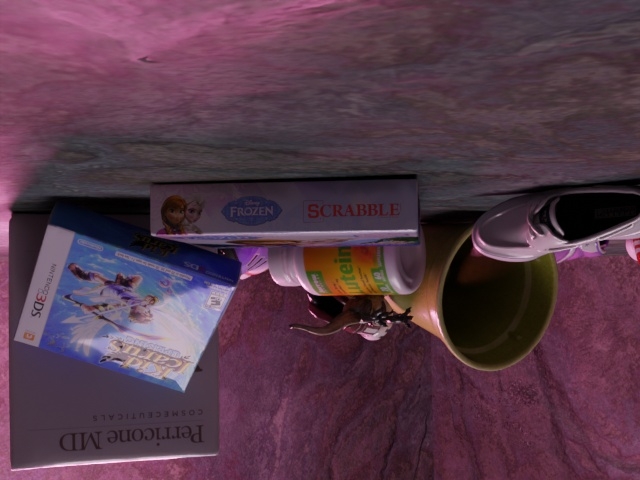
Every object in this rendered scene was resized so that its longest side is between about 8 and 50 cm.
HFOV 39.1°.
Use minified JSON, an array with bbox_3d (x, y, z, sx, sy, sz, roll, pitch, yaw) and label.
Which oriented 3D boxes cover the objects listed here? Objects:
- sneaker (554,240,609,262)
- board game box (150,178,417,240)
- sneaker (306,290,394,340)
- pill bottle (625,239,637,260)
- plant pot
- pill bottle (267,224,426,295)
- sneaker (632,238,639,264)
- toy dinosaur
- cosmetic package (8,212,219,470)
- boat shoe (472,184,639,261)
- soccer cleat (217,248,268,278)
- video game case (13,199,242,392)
[{"bbox_3d":[0.482,0.014,1.786,0.161,0.102,0.282,-4,176,3],"label":"sneaker"},{"bbox_3d":[-0.027,-0.029,1.197,0.319,0.065,0.318,-1,177,8],"label":"board game box"},{"bbox_3d":[0.009,0.065,1.665,0.163,0.106,0.281,12,-151,-53],"label":"sneaker"},{"bbox_3d":[0.634,0.002,1.642,0.094,0.094,0.169,0,176,-14],"label":"pill bottle"},{"bbox_3d":[0.241,0.073,1.642,0.276,0.276,0.254,1,-173,-33],"label":"plant pot"},{"bbox_3d":[0.040,0.024,1.505,0.246,0.136,0.136,-3,176,30],"label":"pill bottle"},{"bbox_3d":[0.538,0.001,1.332,0.221,0.128,0.087,1,176,-24],"label":"sneaker"},{"bbox_3d":[0.077,0.120,1.500,0.118,0.064,0.268,8,-161,36],"label":"toy dinosaur"},{"bbox_3d":[-0.354,0.161,1.554,0.330,0.393,0.327,-1,177,-14],"label":"cosmetic package"},{"bbox_3d":[0.310,-0.032,1.180,0.258,0.095,0.084,-15,165,31],"label":"boat shoe"},{"bbox_3d":[-0.131,0.009,1.689,0.116,0.108,0.318,-23,174,-2],"label":"soccer cleat"},{"bbox_3d":[-0.281,0.089,1.299,0.270,0.061,0.244,20,128,-12],"label":"video game case"}]
